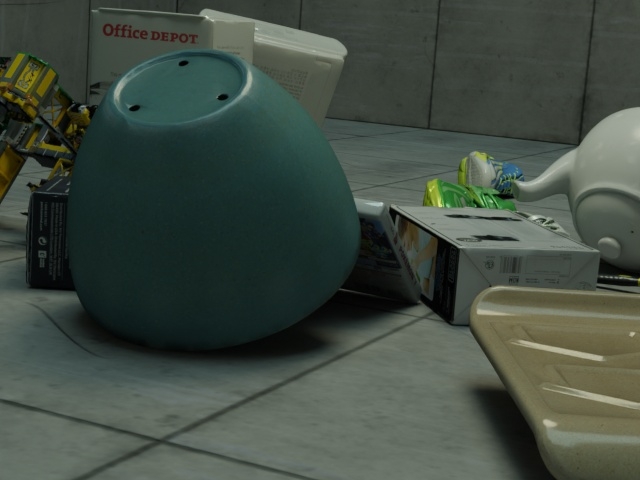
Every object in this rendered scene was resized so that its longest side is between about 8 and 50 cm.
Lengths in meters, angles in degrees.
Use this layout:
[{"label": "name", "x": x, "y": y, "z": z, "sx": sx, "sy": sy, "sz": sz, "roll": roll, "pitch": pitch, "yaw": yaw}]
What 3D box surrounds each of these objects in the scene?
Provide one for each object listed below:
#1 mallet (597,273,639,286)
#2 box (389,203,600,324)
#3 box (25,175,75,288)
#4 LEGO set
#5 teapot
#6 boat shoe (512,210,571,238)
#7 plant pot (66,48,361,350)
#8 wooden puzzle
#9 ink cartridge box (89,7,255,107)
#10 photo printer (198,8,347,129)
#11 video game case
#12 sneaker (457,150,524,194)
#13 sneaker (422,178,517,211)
[{"label": "mallet", "x": 0.413, "y": 0.052, "z": 1.530, "sx": 0.190, "sy": 0.039, "sz": 0.062, "roll": 6, "pitch": 9, "yaw": 36}, {"label": "box", "x": 0.193, "y": 0.024, "z": 1.434, "sx": 0.169, "sy": 0.087, "sz": 0.290, "roll": 2, "pitch": 11, "yaw": -13}, {"label": "box", "x": -0.217, "y": -0.008, "z": 1.385, "sx": 0.207, "sy": 0.108, "sz": 0.153, "roll": 4, "pitch": 10, "yaw": -2}, {"label": "LEGO set", "x": -0.443, "y": -0.112, "z": 1.558, "sx": 0.331, "sy": 0.192, "sz": 0.255, "roll": 15, "pitch": -23, "yaw": 26}, {"label": "teapot", "x": 0.439, "y": -0.042, "z": 1.648, "sx": 0.256, "sy": 0.252, "sz": 0.187, "roll": -15, "pitch": 29, "yaw": 54}, {"label": "boat shoe", "x": 0.281, "y": 0.005, "z": 1.576, "sx": 0.083, "sy": 0.075, "sz": 0.226, "roll": -13, "pitch": 10, "yaw": -14}, {"label": "plant pot", "x": -0.115, "y": -0.065, "z": 1.155, "sx": 0.290, "sy": 0.195, "sz": 0.290, "roll": -6, "pitch": 39, "yaw": 5}, {"label": "wooden puzzle", "x": 0.294, "y": 0.128, "z": 0.939, "sx": 0.322, "sy": 0.080, "sz": 0.348, "roll": 3, "pitch": 15, "yaw": -2}, {"label": "ink cartridge box", "x": -0.231, "y": -0.194, "z": 1.859, "sx": 0.223, "sy": 0.307, "sz": 0.129, "roll": 10, "pitch": 12, "yaw": 27}, {"label": "photo printer", "x": -0.119, "y": -0.210, "z": 2.018, "sx": 0.256, "sy": 0.307, "sz": 0.107, "roll": 9, "pitch": 29, "yaw": -20}, {"label": "video game case", "x": 0.000, "y": 0.000, "z": 1.352, "sx": 0.201, "sy": 0.023, "sz": 0.183, "roll": 11, "pitch": -28, "yaw": 25}, {"label": "sneaker", "x": 0.342, "y": -0.127, "z": 2.346, "sx": 0.126, "sy": 0.091, "sz": 0.240, "roll": 4, "pitch": 9, "yaw": -2}, {"label": "sneaker", "x": 0.216, "y": -0.036, "z": 1.720, "sx": 0.124, "sy": 0.109, "sz": 0.295, "roll": 3, "pitch": 9, "yaw": 18}]
